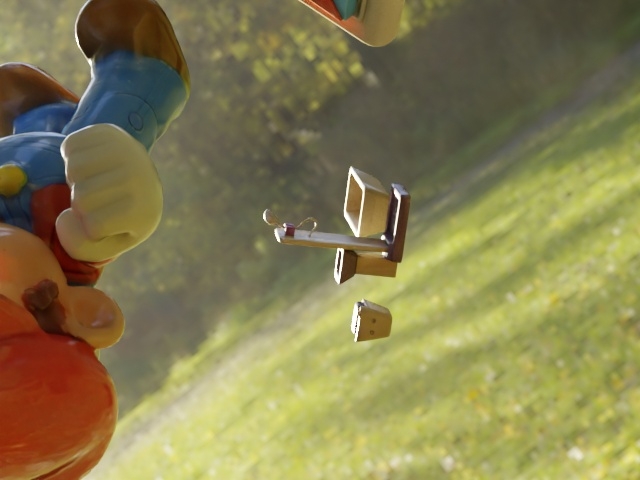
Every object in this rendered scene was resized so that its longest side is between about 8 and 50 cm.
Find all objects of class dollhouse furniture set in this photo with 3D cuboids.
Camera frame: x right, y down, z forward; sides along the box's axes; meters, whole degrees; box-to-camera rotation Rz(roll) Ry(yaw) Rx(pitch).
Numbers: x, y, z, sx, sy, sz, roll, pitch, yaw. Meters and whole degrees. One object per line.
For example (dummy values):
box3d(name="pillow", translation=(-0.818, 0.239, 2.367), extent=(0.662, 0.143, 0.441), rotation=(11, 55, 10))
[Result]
box3d(name="dollhouse furniture set", translation=(0.000, 0.000, 1.021), extent=(0.081, 0.091, 0.114), rotation=(6, 14, -8))

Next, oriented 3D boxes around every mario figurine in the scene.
box3d(name="mario figurine", translation=(-0.159, -0.017, 0.815), extent=(0.320, 0.170, 0.198), rotation=(-82, 8, -53))

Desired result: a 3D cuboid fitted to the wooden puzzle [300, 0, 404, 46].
box3d(name="wooden puzzle", translation=(-0.013, -0.331, 1.761), extent=(0.044, 0.238, 0.221), rotation=(-46, -21, -36))
